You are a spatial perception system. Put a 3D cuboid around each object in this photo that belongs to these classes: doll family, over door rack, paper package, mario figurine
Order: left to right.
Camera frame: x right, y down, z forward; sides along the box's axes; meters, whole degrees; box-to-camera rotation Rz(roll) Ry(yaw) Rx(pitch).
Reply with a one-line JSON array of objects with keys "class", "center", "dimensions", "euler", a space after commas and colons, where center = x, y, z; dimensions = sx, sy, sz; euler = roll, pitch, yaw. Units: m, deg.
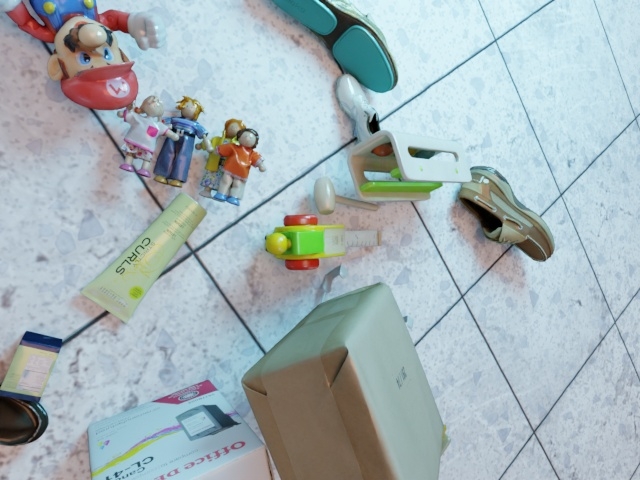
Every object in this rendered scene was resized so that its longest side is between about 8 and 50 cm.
[{"class": "mario figurine", "center": [-0.372, -0.356, 0.691], "dimensions": [0.198, 0.170, 0.321], "euler": [-24, 94, 9]}, {"class": "doll family", "center": [-0.224, -0.170, 0.824], "dimensions": [0.262, 0.118, 0.163], "euler": [17, 88, -9]}, {"class": "over door rack", "center": [0.049, 0.256, 0.969], "dimensions": [0.239, 0.108, 0.324], "euler": [37, 60, -23]}, {"class": "paper package", "center": [0.064, 0.263, 0.724], "dimensions": [0.310, 0.168, 0.325], "euler": [68, 20, -1]}]

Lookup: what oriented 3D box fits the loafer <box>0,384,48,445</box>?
[{"class": "loafer", "center": [-0.516, 0.248, 0.669], "dimensions": [0.220, 0.078, 0.080], "euler": [36, 74, -23]}]

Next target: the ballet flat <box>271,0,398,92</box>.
[{"class": "ballet flat", "center": [0.046, -0.459, 0.958], "dimensions": [0.348, 0.123, 0.123], "euler": [32, 75, -24]}]

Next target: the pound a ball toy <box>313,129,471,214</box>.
[{"class": "pound a ball toy", "center": [0.150, -0.153, 0.988], "dimensions": [0.319, 0.208, 0.136], "euler": [-6, 77, -45]}]

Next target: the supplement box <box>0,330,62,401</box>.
[{"class": "supplement box", "center": [-0.446, 0.193, 0.704], "dimensions": [0.056, 0.083, 0.083], "euler": [23, 79, -26]}]

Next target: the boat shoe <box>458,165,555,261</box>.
[{"class": "boat shoe", "center": [0.472, -0.049, 1.187], "dimensions": [0.324, 0.122, 0.120], "euler": [42, 77, -13]}]

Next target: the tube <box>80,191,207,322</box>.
[{"class": "tube", "center": [-0.298, 0.024, 0.801], "dimensions": [0.070, 0.062, 0.240], "euler": [34, 76, 18]}]

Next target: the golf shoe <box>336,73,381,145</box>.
[{"class": "golf shoe", "center": [0.096, -0.286, 0.995], "dimensions": [0.069, 0.086, 0.176], "euler": [-29, 102, -23]}]

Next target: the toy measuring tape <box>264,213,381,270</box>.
[{"class": "toy measuring tape", "center": [0.000, 0.000, 0.954], "dimensions": [0.330, 0.121, 0.122], "euler": [-4, 92, -51]}]

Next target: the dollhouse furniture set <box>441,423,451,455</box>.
[{"class": "dollhouse furniture set", "center": [0.194, 0.505, 1.008], "dimensions": [0.301, 0.151, 0.198], "euler": [-46, 110, -21]}]

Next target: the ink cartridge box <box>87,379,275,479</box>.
[{"class": "ink cartridge box", "center": [-0.222, 0.352, 0.698], "dimensions": [0.226, 0.306, 0.131], "euler": [-15, 97, -28]}]
